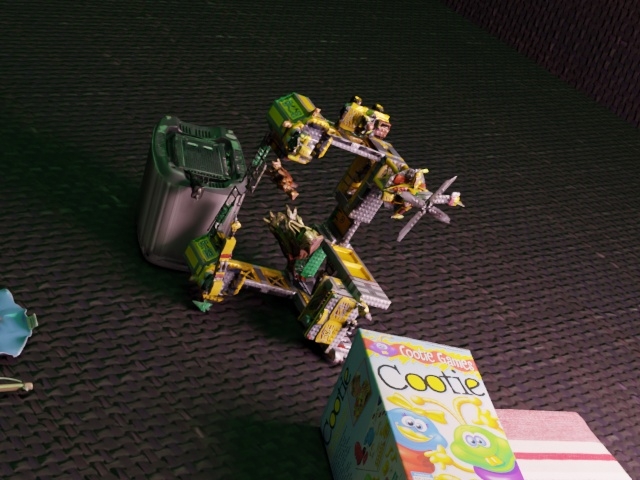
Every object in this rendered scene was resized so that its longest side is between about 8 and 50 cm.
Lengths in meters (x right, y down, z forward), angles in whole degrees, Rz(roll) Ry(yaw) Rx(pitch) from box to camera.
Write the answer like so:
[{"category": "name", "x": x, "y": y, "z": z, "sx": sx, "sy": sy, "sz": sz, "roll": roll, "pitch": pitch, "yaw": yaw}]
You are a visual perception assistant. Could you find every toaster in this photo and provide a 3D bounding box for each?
[{"category": "toaster", "x": -0.174, "y": -0.057, "z": 1.740, "sx": 0.129, "sy": 0.146, "sz": 0.227, "roll": 11, "pitch": 27, "yaw": -17}]

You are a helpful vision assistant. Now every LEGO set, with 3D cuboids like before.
[{"category": "LEGO set", "x": 0.000, "y": 0.000, "z": 1.610, "sx": 0.255, "sy": 0.331, "sz": 0.192, "roll": 26, "pitch": 20, "yaw": -39}]

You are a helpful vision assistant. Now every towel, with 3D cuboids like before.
[{"category": "towel", "x": 0.291, "y": 0.312, "z": 1.497, "sx": 0.237, "sy": 0.037, "sz": 0.329, "roll": 6, "pitch": 31, "yaw": -31}]

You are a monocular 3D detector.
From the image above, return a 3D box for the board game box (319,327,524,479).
[{"category": "board game box", "x": 0.106, "y": 0.238, "z": 1.382, "sx": 0.142, "sy": 0.144, "sz": 0.275, "roll": 12, "pitch": 28, "yaw": -17}]

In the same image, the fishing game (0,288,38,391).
[{"category": "fishing game", "x": -0.410, "y": 0.081, "z": 1.441, "sx": 0.189, "sy": 0.041, "sz": 0.264, "roll": 1, "pitch": 32, "yaw": -29}]
